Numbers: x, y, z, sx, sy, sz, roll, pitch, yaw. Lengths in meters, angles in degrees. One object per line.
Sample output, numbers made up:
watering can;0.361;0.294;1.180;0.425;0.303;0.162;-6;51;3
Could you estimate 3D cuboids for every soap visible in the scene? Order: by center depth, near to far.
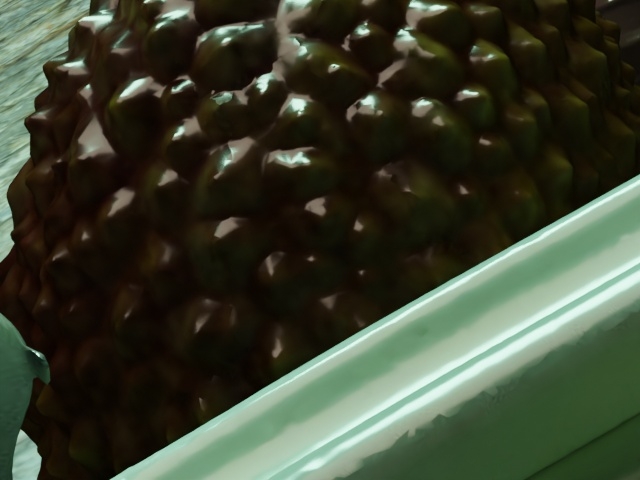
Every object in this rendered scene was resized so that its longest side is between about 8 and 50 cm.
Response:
soap;0.086;0.079;0.550;0.265;0.160;0.087;-30;19;-6

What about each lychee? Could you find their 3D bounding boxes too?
lychee;0.002;-0.002;0.725;0.267;0.267;0.267;-24;20;9

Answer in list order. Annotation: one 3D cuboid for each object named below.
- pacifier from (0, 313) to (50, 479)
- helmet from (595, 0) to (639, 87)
pacifier;-0.165;0.145;0.589;0.273;0.332;0.220;13;57;12
helmet;0.169;-0.120;1.061;0.098;0.070;0.123;-22;22;14
